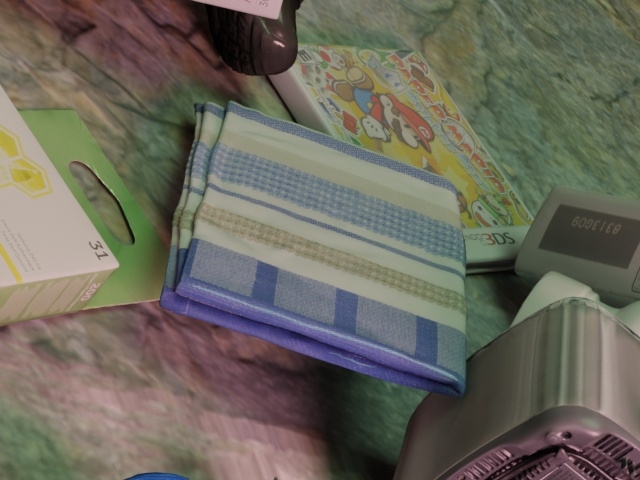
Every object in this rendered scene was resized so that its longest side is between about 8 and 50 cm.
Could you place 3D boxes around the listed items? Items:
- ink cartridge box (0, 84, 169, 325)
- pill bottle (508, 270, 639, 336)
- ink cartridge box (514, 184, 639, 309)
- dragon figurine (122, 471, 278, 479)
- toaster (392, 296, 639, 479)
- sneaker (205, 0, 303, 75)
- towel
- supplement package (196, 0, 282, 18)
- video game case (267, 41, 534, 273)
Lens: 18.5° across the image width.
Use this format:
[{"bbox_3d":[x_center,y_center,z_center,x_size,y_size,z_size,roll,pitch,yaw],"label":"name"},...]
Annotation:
[{"bbox_3d":[-0.181,-0.032,1.221,0.235,0.056,0.171,-9,59,-52],"label":"ink cartridge box"},{"bbox_3d":[0.257,0.138,1.364,0.278,0.162,0.162,26,27,14],"label":"pill bottle"},{"bbox_3d":[0.380,0.101,1.551,0.308,0.091,0.385,13,-19,50],"label":"ink cartridge box"},{"bbox_3d":[-0.094,0.180,1.030,0.289,0.085,0.144,18,37,-44],"label":"dragon figurine"},{"bbox_3d":[0.139,0.135,1.227,0.129,0.227,0.146,38,31,-17],"label":"toaster"},{"bbox_3d":[-0.036,-0.242,1.553,0.130,0.109,0.286,-4,48,-8],"label":"sneaker"},{"bbox_3d":[0.000,0.000,1.332,0.209,0.034,0.285,18,28,-8],"label":"towel"},{"bbox_3d":[-0.148,-0.299,1.373,0.293,0.177,0.175,12,38,-7],"label":"supplement package"},{"bbox_3d":[0.073,-0.068,1.595,0.206,0.026,0.227,-3,54,-52],"label":"video game case"}]
